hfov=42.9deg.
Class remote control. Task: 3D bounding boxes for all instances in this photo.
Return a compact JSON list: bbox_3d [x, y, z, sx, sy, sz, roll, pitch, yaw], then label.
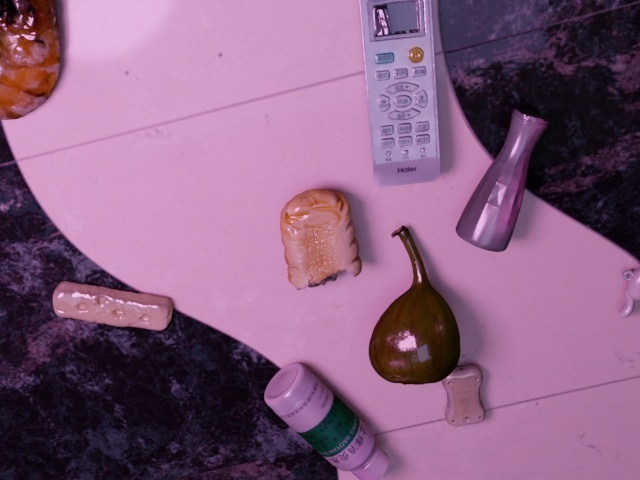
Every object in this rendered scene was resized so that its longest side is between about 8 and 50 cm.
[{"bbox_3d":[0.255,0.276,1.452,0.074,0.032,0.122,-7,117,1],"label":"remote control"},{"bbox_3d":[0.117,-0.223,1.195,0.103,0.051,0.293,-6,113,0],"label":"remote control"}]

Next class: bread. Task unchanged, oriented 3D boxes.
[{"bbox_3d":[0.000,0.000,1.279,0.119,0.084,0.177,-8,115,0],"label":"bread"}]

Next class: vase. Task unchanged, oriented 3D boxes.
[{"bbox_3d":[0.284,-0.094,1.250,0.086,0.086,0.214,15,110,-9],"label":"vase"}]

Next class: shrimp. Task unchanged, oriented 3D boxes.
[{"bbox_3d":[-0.476,-0.335,1.112,0.233,0.071,0.364,3,121,2],"label":"shrimp"}]

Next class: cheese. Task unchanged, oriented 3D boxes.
[{"bbox_3d":[-0.342,0.110,1.345,0.194,0.043,0.064,8,120,-8],"label":"cheese"}]

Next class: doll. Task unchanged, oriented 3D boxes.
[{"bbox_3d":[0.552,0.085,1.356,0.135,0.071,0.113,-40,103,21],"label":"doll"}]

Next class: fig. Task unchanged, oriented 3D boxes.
[{"bbox_3d":[0.158,0.107,1.340,0.152,0.151,0.259,2,89,-3],"label":"fig"}]

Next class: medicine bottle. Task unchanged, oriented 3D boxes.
[{"bbox_3d":[0.017,0.327,1.436,0.095,0.095,0.260,-38,113,15],"label":"medicine bottle"}]
